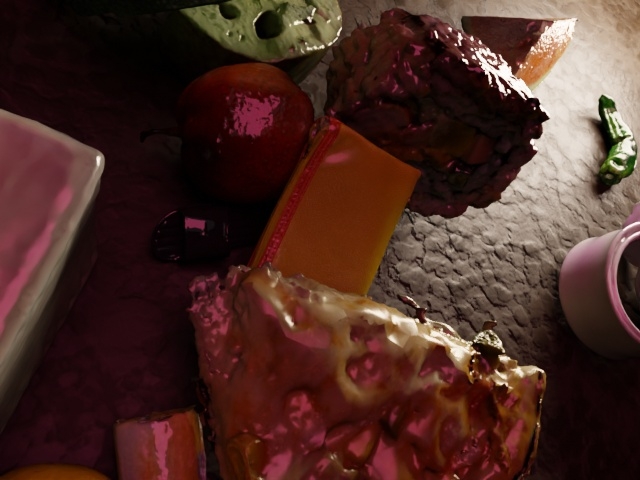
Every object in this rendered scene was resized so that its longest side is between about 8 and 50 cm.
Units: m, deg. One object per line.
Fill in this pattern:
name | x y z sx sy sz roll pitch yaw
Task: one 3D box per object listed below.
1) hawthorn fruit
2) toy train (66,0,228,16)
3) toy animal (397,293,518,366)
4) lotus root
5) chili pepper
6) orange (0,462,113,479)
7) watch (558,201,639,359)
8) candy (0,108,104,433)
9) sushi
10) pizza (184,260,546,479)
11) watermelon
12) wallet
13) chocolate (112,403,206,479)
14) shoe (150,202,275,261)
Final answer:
hawthorn fruit | -0.099 -0.116 0.617 0.194 0.157 0.156 -5 71 -25
toy train | -0.115 -0.353 0.589 0.272 0.443 0.179 -54 138 -36
toy animal | 0.185 0.129 0.700 0.220 0.069 0.086 37 64 -5
lotus root | -0.078 -0.257 0.710 0.235 0.119 0.138 -30 83 -33
chili pepper | 0.534 -0.179 1.001 0.073 0.050 0.182 14 61 -12
orange | -0.207 0.247 0.404 0.159 0.136 0.158 21 37 -17
watch | 0.475 0.048 0.806 0.218 0.211 0.248 -2 78 -17
candy | -0.299 0.083 0.410 0.145 0.208 0.358 26 61 -12
sushi | 0.122 -0.153 0.699 0.270 0.236 0.170 17 44 -26
pizza | 0.085 0.221 0.560 0.392 0.080 0.434 -7 88 -27
watermelon | 0.323 -0.339 0.953 0.146 0.128 0.231 36 39 25
wallet | 0.000 0.000 0.601 0.141 0.067 0.241 26 89 -31
chocolate | -0.136 0.264 0.493 0.086 0.086 0.219 -3 75 -26
shoe | -0.106 -0.010 0.622 0.160 0.053 0.062 -11 111 -33
